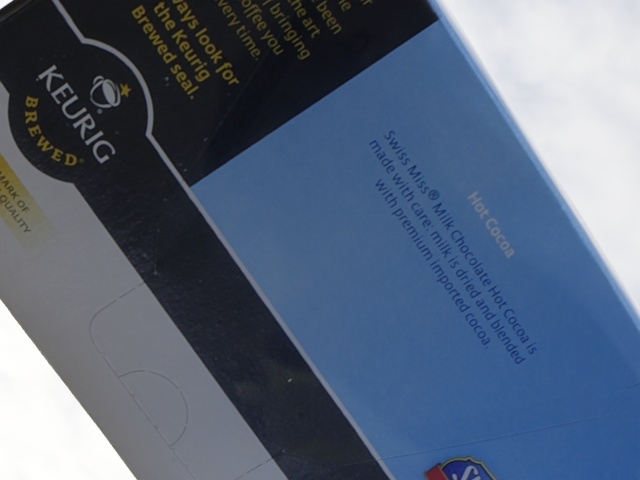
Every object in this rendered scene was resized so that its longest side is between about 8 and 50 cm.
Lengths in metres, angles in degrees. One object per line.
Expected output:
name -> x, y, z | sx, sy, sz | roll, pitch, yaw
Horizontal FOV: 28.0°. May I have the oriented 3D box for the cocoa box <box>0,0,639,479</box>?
cocoa box -> 0.000, 0.000, 0.641 | 0.228, 0.231, 0.347 | -33, -79, 8
